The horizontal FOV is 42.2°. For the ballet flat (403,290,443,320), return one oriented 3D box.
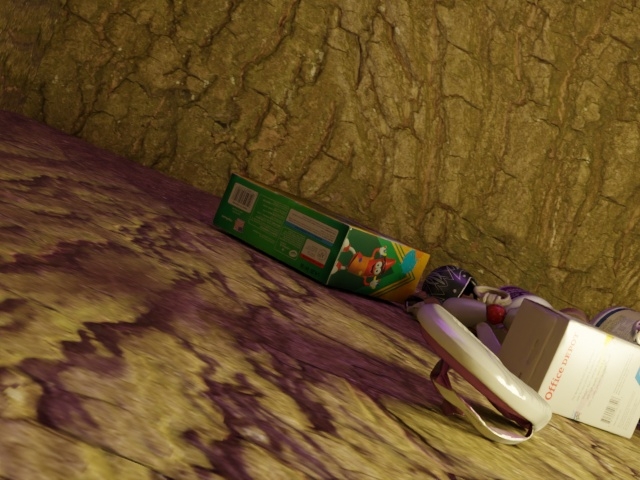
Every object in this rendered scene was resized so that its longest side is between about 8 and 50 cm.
[{"bbox_3d":[0.256,0.176,2.069,0.073,0.080,0.232,-5,3,-4],"label":"ballet flat"}]

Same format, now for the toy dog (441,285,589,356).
[{"bbox_3d":[0.435,0.222,1.809,0.334,0.160,0.220,14,15,36],"label":"toy dog"}]

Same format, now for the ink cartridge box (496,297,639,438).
[{"bbox_3d":[0.480,0.238,1.567,0.233,0.171,0.168,22,3,-20],"label":"ink cartridge box"}]

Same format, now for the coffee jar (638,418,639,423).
[{"bbox_3d":[0.744,0.381,1.702,0.079,0.096,0.184,32,0,-23],"label":"coffee jar"}]

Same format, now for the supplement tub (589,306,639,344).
[{"bbox_3d":[0.823,0.312,2.038,0.236,0.235,0.325,21,1,-31],"label":"supplement tub"}]

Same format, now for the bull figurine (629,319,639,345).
[{"bbox_3d":[0.745,0.256,1.642,0.310,0.101,0.188,39,1,-27],"label":"bull figurine"}]

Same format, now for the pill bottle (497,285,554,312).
[{"bbox_3d":[0.570,0.227,2.347,0.169,0.169,0.301,23,3,-5],"label":"pill bottle"}]

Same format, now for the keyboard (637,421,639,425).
[{"bbox_3d":[0.669,0.385,1.845,0.256,0.014,0.072,22,3,-10],"label":"keyboard"}]

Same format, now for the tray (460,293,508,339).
[{"bbox_3d":[0.524,0.267,1.961,0.411,0.076,0.203,26,-8,30],"label":"tray"}]

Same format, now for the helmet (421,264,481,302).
[{"bbox_3d":[0.361,0.147,2.309,0.161,0.169,0.169,39,-5,-28],"label":"helmet"}]

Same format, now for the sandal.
[{"bbox_3d":[0.210,0.202,1.070,0.169,0.102,0.416,43,2,35],"label":"sandal"}]

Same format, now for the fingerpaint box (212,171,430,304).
[{"bbox_3d":[0.000,0.000,2.194,0.445,0.163,0.371,26,5,39],"label":"fingerpaint box"}]
